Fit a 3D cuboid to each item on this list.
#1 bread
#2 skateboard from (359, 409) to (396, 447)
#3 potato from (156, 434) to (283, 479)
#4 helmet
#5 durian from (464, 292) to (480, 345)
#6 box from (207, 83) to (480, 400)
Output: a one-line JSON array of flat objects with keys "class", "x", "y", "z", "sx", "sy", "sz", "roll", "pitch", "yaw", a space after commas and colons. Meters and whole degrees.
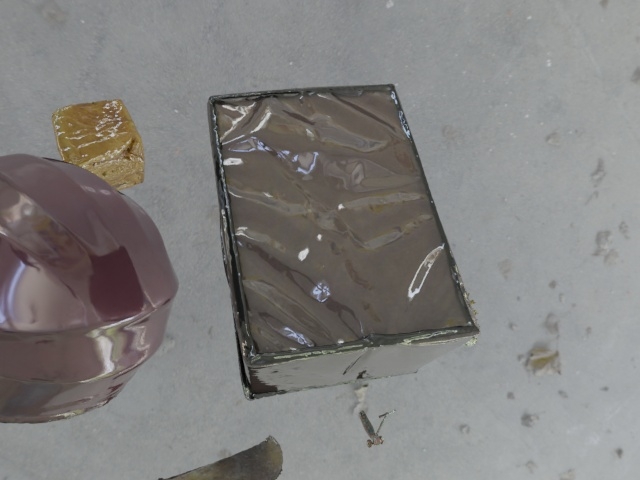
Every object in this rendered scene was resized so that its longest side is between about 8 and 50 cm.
[{"class": "bread", "x": -0.466, "y": -0.192, "z": 0.907, "sx": 0.158, "sy": 0.149, "sz": 0.143, "roll": -27, "pitch": 79, "yaw": -27}, {"class": "skateboard", "x": 0.090, "y": 0.291, "z": 0.706, "sx": 0.032, "sy": 0.064, "sz": 0.083, "roll": -4, "pitch": 132, "yaw": -25}, {"class": "potato", "x": -0.178, "y": 0.484, "z": 0.816, "sx": 0.261, "sy": 0.120, "sz": 0.100, "roll": 4, "pitch": 114, "yaw": -45}, {"class": "helmet", "x": -0.305, "y": 0.021, "z": 0.491, "sx": 0.197, "sy": 0.271, "sz": 0.338, "roll": -37, "pitch": 82, "yaw": 24}, {"class": "durian", "x": 0.225, "y": 0.159, "z": 0.948, "sx": 0.306, "sy": 0.172, "sz": 0.167, "roll": 13, "pitch": 74, "yaw": -11}, {"class": "box", "x": 0.000, "y": 0.000, "z": 0.403, "sx": 0.188, "sy": 0.153, "sz": 0.253, "roll": -6, "pitch": 67, "yaw": -10}]
